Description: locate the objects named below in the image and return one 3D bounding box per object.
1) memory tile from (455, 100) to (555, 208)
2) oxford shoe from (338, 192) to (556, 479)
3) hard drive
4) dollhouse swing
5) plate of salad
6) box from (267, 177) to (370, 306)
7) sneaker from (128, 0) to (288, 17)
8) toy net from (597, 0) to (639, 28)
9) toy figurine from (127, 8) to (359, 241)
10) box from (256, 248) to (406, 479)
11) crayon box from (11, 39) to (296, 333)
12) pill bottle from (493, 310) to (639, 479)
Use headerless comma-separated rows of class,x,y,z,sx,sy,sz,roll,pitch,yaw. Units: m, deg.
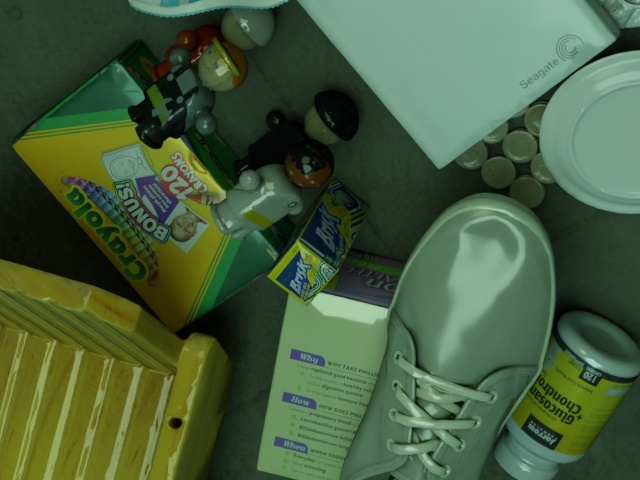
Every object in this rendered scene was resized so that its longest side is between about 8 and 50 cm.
memory tile,0.193,-0.109,1.735,0.148,0.012,0.113,35,117,-3
oxford shoe,0.121,0.163,1.682,0.169,0.130,0.449,22,116,3
hard drive,0.095,-0.271,1.653,0.233,0.047,0.353,-36,100,27
dollhouse swing,-0.315,0.174,1.768,0.347,0.305,0.315,15,92,15
plate of salad,0.320,-0.112,1.677,0.200,0.048,0.200,2,128,3
box,0.000,0.000,1.741,0.054,0.169,0.059,38,117,-5
sneaker,-0.109,-0.280,1.662,0.229,0.087,0.092,-1,119,37
toy net,0.354,-0.280,1.603,0.232,0.045,0.122,-27,106,23
toy figurine,-0.071,-0.126,1.679,0.148,0.209,0.213,-35,103,18
box,0.061,0.151,1.825,0.214,0.117,0.243,14,117,6
crayon box,-0.178,-0.056,1.805,0.165,0.081,0.278,-35,103,24
pill bottle,0.262,0.174,1.797,0.103,0.103,0.184,27,116,0
